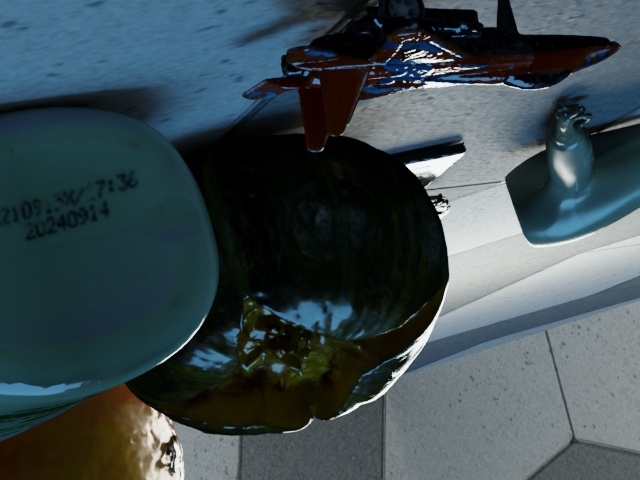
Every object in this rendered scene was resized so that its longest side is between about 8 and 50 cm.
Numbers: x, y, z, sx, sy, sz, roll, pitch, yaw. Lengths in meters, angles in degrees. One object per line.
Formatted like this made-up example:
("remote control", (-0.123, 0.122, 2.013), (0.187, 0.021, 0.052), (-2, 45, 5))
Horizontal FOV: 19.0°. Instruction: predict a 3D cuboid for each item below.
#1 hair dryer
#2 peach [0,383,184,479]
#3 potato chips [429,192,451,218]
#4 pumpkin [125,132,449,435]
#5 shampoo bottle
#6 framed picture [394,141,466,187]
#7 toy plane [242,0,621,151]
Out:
("hair dryer", (0.221, -0.076, 1.400), (0.206, 0.075, 0.237), (-23, 162, 14))
("peach", (-0.314, 0.247, 1.826), (0.372, 0.290, 0.372), (-12, 175, -1))
("potato chips", (0.001, 0.004, 1.554), (0.202, 0.029, 0.220), (-13, 171, -31))
("pumpkin", (-0.033, 0.023, 1.218), (0.238, 0.159, 0.238), (-9, 147, -6))
("shampoo bottle", (-0.200, 0.041, 1.087), (0.221, 0.151, 0.349), (-17, 176, -28))
("framed picture", (-0.071, -0.012, 1.450), (0.323, 0.013, 0.244), (-13, 173, -13))
("toy plane", (0.061, -0.093, 0.935), (0.189, 0.061, 0.130), (-16, 173, -22))
